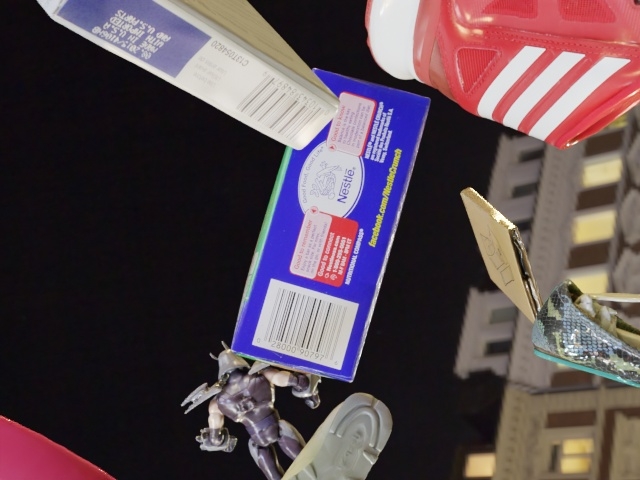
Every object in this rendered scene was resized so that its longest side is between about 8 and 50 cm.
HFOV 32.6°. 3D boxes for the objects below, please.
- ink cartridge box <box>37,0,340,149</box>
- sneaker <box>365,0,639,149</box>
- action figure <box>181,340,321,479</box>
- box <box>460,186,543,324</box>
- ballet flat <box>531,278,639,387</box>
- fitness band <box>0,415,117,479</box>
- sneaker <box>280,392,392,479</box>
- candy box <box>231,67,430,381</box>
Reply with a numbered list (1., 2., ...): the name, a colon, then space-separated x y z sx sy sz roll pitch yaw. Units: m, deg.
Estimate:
1. ink cartridge box: -0.114 -0.164 0.625 0.224 0.045 0.223 52 -164 30
2. sneaker: 0.098 -0.132 0.365 0.087 0.128 0.221 -30 -37 -38
3. action figure: -0.066 0.260 1.450 0.285 0.185 0.099 61 -165 4
4. box: 0.270 0.021 1.619 0.201 0.021 0.164 -120 7 -68
5. ballet flat: 0.229 0.074 0.704 0.070 0.188 0.070 -54 -25 -40
6. fitness band: -0.181 0.166 0.624 0.209 0.291 0.054 29 -121 -2
7. sneaker: -0.004 0.282 1.261 0.090 0.095 0.235 43 -113 -5
8. candy box: 0.000 0.000 1.105 0.317 0.122 0.268 113 173 -83
